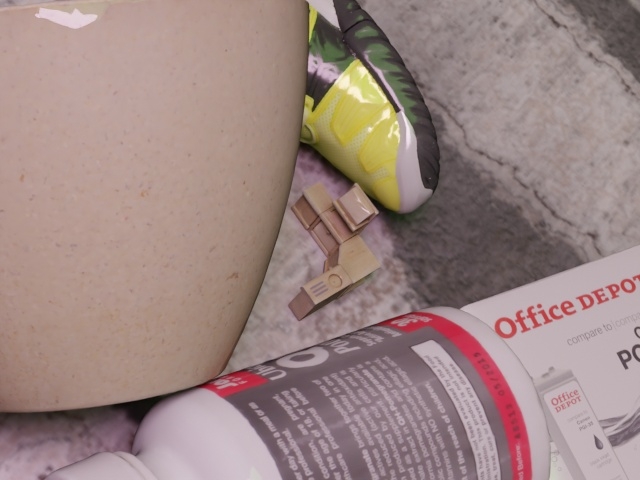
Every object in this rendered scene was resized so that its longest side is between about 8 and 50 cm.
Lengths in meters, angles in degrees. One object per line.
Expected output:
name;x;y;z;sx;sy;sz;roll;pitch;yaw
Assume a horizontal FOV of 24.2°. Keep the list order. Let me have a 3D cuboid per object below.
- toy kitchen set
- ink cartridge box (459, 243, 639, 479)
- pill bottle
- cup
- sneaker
toy kitchen set;0.000;0.000;1.158;0.075;0.068;0.083;-30;79;-35
ink cartridge box;0.214;0.167;1.145;0.207;0.117;0.283;-17;73;-32
pill bottle;-0.016;0.166;0.994;0.318;0.176;0.176;-17;73;-33
cup;-0.157;-0.021;0.971;0.331;0.331;0.237;-10;95;-30
sneaker;-0.058;-0.160;1.195;0.147;0.145;0.385;-39;83;-15
